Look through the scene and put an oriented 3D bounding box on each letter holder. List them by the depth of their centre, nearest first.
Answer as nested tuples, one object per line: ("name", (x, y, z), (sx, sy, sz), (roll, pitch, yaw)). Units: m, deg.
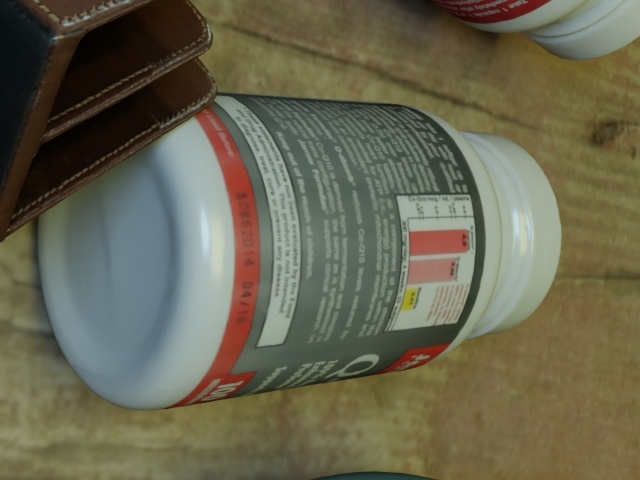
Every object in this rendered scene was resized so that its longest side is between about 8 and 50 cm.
("letter holder", (-0.189, -0.183, 0.588), (0.302, 0.152, 0.214), (42, 44, 7))

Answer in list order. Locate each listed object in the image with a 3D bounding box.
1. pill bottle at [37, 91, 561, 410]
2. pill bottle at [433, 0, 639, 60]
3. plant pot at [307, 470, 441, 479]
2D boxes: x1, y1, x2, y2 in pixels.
("pill bottle", (0.000, 0.000, 0.824), (0.363, 0.210, 0.210), (-2, 92, -41))
("pill bottle", (0.127, -0.316, 0.924), (0.408, 0.229, 0.229), (27, 73, -39))
("plant pot", (0.003, 0.290, 0.809), (0.196, 0.293, 0.293), (25, 72, -11))
